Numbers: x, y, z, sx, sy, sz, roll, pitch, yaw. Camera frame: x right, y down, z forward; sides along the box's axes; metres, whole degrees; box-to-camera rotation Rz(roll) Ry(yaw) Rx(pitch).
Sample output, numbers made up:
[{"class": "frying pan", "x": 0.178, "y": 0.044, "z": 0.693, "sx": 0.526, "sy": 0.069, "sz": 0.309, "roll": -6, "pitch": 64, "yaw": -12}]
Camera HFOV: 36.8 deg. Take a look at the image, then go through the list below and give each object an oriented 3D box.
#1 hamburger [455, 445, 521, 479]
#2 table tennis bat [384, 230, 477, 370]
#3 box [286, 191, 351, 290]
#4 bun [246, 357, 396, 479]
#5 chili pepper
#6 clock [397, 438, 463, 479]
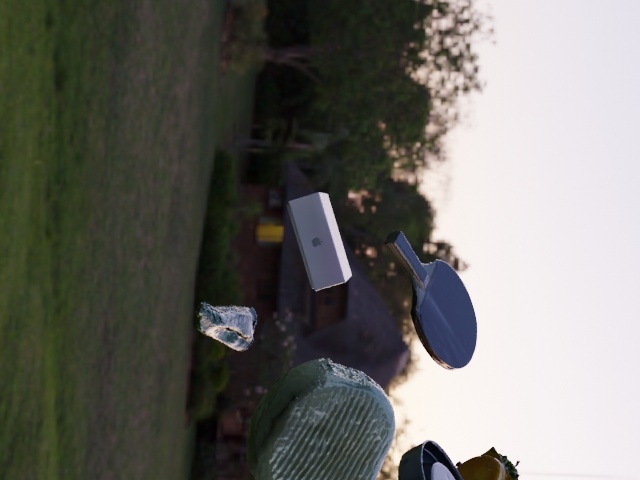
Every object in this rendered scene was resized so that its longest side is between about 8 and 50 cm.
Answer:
[{"class": "hamburger", "x": 0.345, "y": 0.535, "z": 2.047, "sx": 0.093, "sy": 0.189, "sz": 0.164, "roll": 58, "pitch": 17, "yaw": -25}, {"class": "table tennis bat", "x": 0.145, "y": 0.073, "z": 1.235, "sx": 0.220, "sy": 0.019, "sz": 0.130, "roll": 54, "pitch": 44, "yaw": -27}, {"class": "box", "x": 0.000, "y": 0.000, "z": 1.381, "sx": 0.130, "sy": 0.051, "sz": 0.129, "roll": -19, "pitch": 92, "yaw": -83}, {"class": "bun", "x": -0.005, "y": 0.271, "z": 1.348, "sx": 0.108, "sy": 0.221, "sz": 0.221, "roll": -137, "pitch": -133, "yaw": -66}, {"class": "chili pepper", "x": -0.172, "y": 0.137, "z": 1.682, "sx": 0.227, "sy": 0.059, "sz": 0.088, "roll": 46, "pitch": 54, "yaw": -70}, {"class": "clock", "x": 0.221, "y": 0.498, "z": 1.716, "sx": 0.280, "sy": 0.055, "sz": 0.281, "roll": 54, "pitch": 20, "yaw": -30}]
